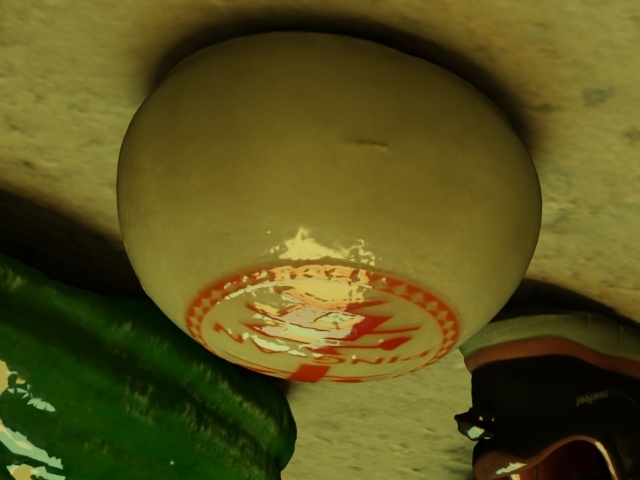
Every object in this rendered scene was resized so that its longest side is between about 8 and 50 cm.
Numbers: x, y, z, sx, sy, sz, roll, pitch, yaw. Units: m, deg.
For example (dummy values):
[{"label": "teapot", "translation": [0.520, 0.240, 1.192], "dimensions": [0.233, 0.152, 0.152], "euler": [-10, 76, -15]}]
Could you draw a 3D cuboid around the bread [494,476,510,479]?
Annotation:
[{"label": "bread", "translation": [0.190, 0.240, 1.431], "dimensions": [0.179, 0.133, 0.250], "euler": [18, 151, -14]}]

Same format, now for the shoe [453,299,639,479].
[{"label": "shoe", "translation": [0.201, 0.142, 1.239], "dimensions": [0.291, 0.137, 0.114], "euler": [26, 150, -30]}]

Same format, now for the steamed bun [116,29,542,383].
[{"label": "steamed bun", "translation": [0.000, 0.000, 1.029], "dimensions": [0.232, 0.145, 0.232], "euler": [8, 153, 4]}]

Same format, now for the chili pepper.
[{"label": "chili pepper", "translation": [-0.175, 0.119, 1.293], "dimensions": [0.213, 0.167, 0.385], "euler": [-14, 143, 35]}]
